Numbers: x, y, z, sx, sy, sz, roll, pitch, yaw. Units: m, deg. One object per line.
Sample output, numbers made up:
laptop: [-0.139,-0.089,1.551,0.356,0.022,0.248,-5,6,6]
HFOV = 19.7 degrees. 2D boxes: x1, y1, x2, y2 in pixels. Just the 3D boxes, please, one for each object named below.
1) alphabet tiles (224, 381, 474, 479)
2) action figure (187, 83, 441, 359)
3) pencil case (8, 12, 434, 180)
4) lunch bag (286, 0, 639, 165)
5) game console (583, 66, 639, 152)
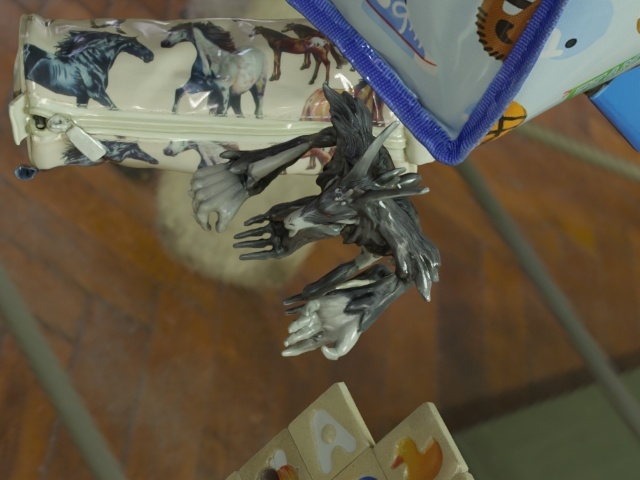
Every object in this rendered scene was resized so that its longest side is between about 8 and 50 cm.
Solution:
alphabet tiles: [0.029,0.283,1.253,0.011,0.285,0.342,10,44,-48]
action figure: [0.000,0.000,1.285,0.141,0.276,0.164,-28,81,-13]
pencil case: [-0.095,-0.134,1.791,0.410,0.160,0.183,2,38,0]
lunch bag: [0.190,-0.263,1.007,0.239,0.385,0.328,46,44,17]
game console: [0.352,-0.277,1.912,0.250,0.293,0.173,46,6,8]
